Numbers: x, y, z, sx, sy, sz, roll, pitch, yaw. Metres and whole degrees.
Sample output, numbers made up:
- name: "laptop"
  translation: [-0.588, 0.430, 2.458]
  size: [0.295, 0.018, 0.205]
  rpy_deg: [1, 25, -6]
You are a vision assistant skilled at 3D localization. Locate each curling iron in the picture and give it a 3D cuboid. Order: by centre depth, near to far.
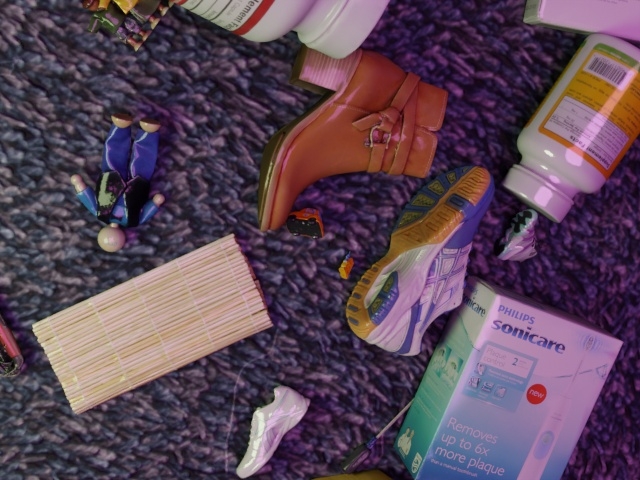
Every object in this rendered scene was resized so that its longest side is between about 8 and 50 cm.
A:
- name: "curling iron"
  translation: [-0.480, 0.070, 1.221]
  size: [0.068, 0.035, 0.274]
  rpy_deg: [-20, 103, -5]

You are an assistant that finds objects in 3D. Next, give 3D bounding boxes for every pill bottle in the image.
- name: "pill bottle"
  translation: [-0.114, -0.378, 1.048]
  size: [0.408, 0.229, 0.229]
  rpy_deg: [23, 97, -23]
- name: "pill bottle"
  translation: [0.363, -0.152, 1.255]
  size: [0.136, 0.136, 0.245]
  rpy_deg: [33, 95, -13]

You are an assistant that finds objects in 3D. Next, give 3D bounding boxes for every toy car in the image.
- name: "toy car"
  translation: [0.000, 0.000, 1.291]
  size: [0.122, 0.060, 0.040]
  rpy_deg: [58, 44, -30]

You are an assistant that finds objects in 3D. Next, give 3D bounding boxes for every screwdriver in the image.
- name: "screwdriver"
  translation: [0.093, 0.288, 1.363]
  size: [0.025, 0.024, 0.170]
  rpy_deg: [39, 86, 15]

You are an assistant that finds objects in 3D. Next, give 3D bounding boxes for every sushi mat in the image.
- name: "sushi mat"
  translation: [-0.234, 0.120, 1.278]
  size: [0.317, 0.019, 0.151]
  rpy_deg: [-25, 103, -3]

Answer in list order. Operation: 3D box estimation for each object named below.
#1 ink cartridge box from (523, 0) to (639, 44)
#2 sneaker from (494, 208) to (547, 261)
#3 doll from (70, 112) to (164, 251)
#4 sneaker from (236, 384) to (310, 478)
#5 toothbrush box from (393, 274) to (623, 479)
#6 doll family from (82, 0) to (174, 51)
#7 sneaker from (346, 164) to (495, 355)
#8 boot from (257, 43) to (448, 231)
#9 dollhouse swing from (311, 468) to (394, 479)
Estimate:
- name: "ink cartridge box"
  translation: [0.456, -0.411, 1.256]
  size: [0.296, 0.066, 0.261]
  rpy_deg: [8, 99, -11]
- name: "sneaker"
  translation: [0.307, -0.004, 1.316]
  size: [0.069, 0.038, 0.098]
  rpy_deg: [14, 136, -20]
- name: "doll"
  translation: [-0.273, -0.076, 1.219]
  size: [0.129, 0.046, 0.189]
  rpy_deg: [8, 106, -20]
- name: "sneaker"
  translation: [-0.081, 0.279, 1.319]
  size: [0.061, 0.054, 0.152]
  rpy_deg: [37, 87, -4]
- name: "toothbrush box"
  translation: [0.271, 0.229, 1.320]
  size: [0.216, 0.126, 0.295]
  rpy_deg: [22, 96, -14]
- name: "doll family"
  translation: [-0.232, -0.345, 1.158]
  size: [0.111, 0.076, 0.193]
  rpy_deg: [38, 77, -14]
- name: "sneaker"
  translation: [0.164, 0.030, 1.292]
  size: [0.131, 0.112, 0.296]
  rpy_deg: [34, 96, -31]
- name: "boot"
  translation: [0.041, -0.121, 1.241]
  size: [0.220, 0.109, 0.283]
  rpy_deg: [18, 90, -16]
- name: "dollhouse swing"
  translation: [0.015, 0.556, 1.274]
  size: [0.305, 0.315, 0.346]
  rpy_deg: [-11, 104, -27]
